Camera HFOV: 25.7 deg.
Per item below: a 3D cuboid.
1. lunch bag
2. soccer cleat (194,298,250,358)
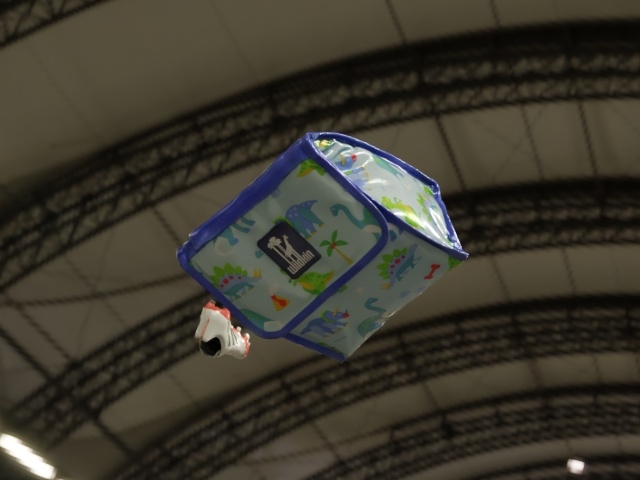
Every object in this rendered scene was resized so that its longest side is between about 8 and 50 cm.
[{"bbox_3d":[0.000,0.000,0.927,0.129,0.096,0.151,-42,-46,23],"label":"lunch bag"},{"bbox_3d":[-0.075,0.075,1.050,0.029,0.036,0.083,19,-22,18],"label":"soccer cleat"}]
